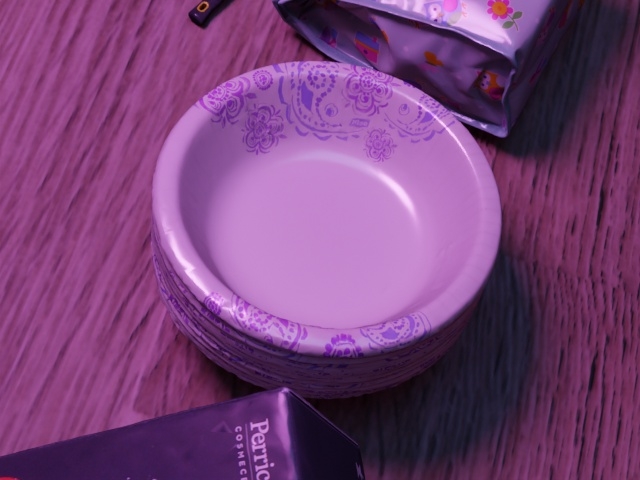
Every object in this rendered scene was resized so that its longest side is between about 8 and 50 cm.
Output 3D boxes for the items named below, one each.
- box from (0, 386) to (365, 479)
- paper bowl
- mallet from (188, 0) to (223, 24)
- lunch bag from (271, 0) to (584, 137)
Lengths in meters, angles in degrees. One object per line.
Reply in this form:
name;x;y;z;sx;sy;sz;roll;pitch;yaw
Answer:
box;-0.116;0.307;0.759;0.312;0.179;0.343;-15;65;11
paper bowl;0.000;0.000;0.984;0.284;0.148;0.284;4;56;-6
mallet;-0.075;-0.294;1.191;0.062;0.039;0.190;42;71;13
lunch bag;0.112;-0.259;1.131;0.262;0.160;0.223;26;67;18
